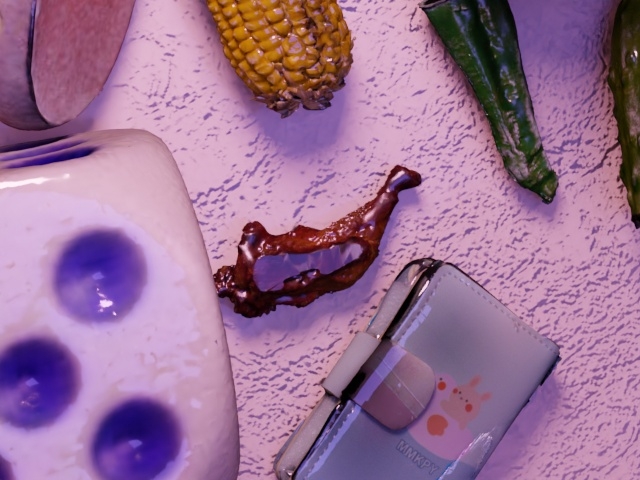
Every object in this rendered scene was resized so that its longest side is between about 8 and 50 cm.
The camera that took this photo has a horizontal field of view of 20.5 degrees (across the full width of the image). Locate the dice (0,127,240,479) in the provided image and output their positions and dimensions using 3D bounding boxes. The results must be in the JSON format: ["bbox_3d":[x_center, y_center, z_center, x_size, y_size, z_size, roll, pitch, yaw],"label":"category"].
[{"bbox_3d":[-0.240,0.087,1.392,0.304,0.277,0.304,-13,101,-13],"label":"dice"}]

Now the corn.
[{"bbox_3d":[-0.063,-0.248,1.486,0.115,0.115,0.318,-29,109,-12],"label":"corn"}]

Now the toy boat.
[{"bbox_3d":[-0.222,-0.202,1.446,0.085,0.155,0.227,17,91,23],"label":"toy boat"}]

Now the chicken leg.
[{"bbox_3d":[0.001,0.007,1.571,0.219,0.048,0.089,-21,105,-13],"label":"chicken leg"}]

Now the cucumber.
[{"bbox_3d":[0.322,-0.141,1.617,0.134,0.134,0.244,-10,87,-16],"label":"cucumber"}]

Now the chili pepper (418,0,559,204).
[{"bbox_3d":[0.169,-0.134,1.605,0.088,0.059,0.227,-34,109,-24],"label":"chili pepper"}]

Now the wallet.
[{"bbox_3d":[0.088,0.155,1.601,0.176,0.075,0.250,38,84,-21],"label":"wallet"}]
